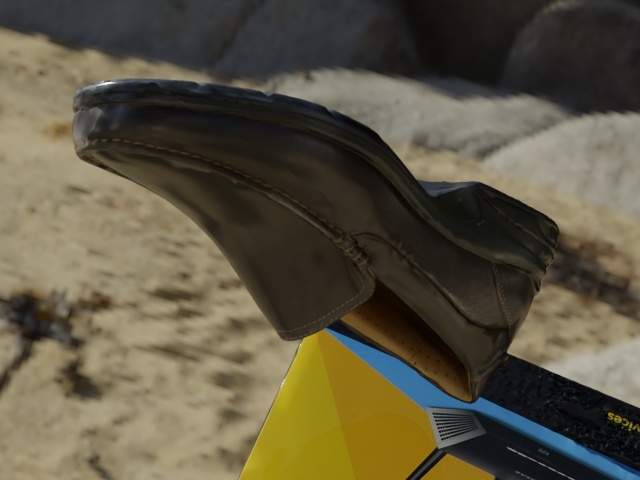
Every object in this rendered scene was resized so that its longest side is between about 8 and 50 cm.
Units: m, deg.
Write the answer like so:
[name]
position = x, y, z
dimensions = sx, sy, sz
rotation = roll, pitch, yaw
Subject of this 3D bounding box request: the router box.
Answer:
[router box]
position = 0.060, 0.104, 0.600
dimensions = 0.179, 0.046, 0.133
rotation = 22, 48, 3

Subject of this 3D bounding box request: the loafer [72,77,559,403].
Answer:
[loafer]
position = 0.000, 0.000, 0.524
dimensions = 0.170, 0.061, 0.062
rotation = 21, -12, -31
